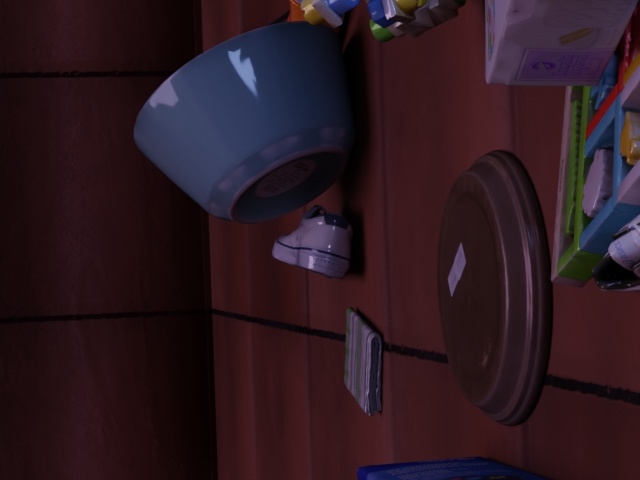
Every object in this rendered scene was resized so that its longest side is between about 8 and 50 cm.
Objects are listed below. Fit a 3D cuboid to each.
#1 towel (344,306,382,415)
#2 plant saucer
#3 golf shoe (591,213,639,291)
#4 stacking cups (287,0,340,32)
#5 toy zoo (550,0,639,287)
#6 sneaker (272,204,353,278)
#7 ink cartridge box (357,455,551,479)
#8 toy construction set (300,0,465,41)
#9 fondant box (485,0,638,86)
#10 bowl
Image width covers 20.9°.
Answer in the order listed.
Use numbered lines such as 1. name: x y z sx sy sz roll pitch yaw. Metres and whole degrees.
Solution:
1. towel: 0.057 0.158 2.308 0.152 0.023 0.113 -131 42 -74
2. plant saucer: 0.167 0.048 1.740 0.278 0.041 0.277 177 90 -78
3. golf shoe: 0.250 -0.001 1.225 0.176 0.086 0.069 113 137 -64
4. stacking cups: -0.006 -0.351 2.304 0.316 0.096 0.096 91 170 -51
5. toy zoo: 0.238 -0.106 1.309 0.293 0.030 0.192 115 165 -63
6. sneaker: 0.000 0.000 2.421 0.258 0.094 0.091 -168 97 -74
7. ink cartridge box: 0.138 0.359 1.681 0.395 0.151 0.270 174 94 -79
8. toy construction set: 0.073 -0.343 1.731 0.151 0.215 0.327 -7 73 41
9. fondant box: 0.178 -0.307 1.290 0.238 0.096 0.330 91 -178 -76
10. bowl: -0.077 -0.136 2.328 0.163 0.312 0.311 62 159 19
